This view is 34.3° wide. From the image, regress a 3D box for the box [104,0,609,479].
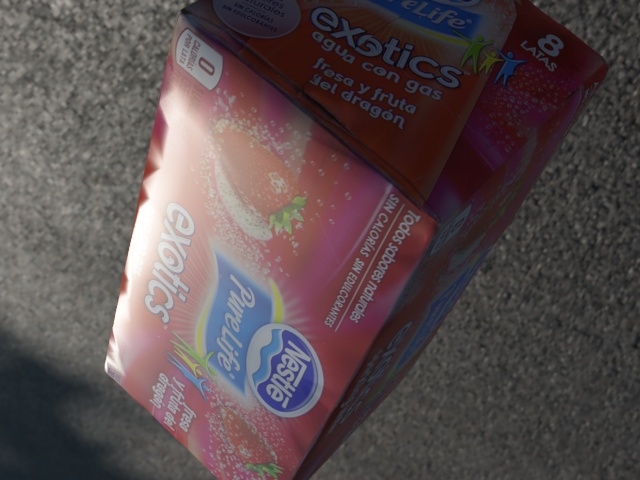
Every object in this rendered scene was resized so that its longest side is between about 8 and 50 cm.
[{"bbox_3d":[0.000,0.000,0.468,0.122,0.128,0.257,40,142,13],"label":"box"}]
